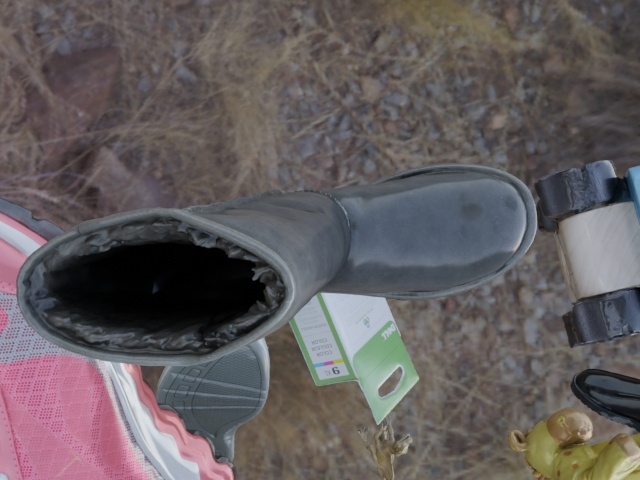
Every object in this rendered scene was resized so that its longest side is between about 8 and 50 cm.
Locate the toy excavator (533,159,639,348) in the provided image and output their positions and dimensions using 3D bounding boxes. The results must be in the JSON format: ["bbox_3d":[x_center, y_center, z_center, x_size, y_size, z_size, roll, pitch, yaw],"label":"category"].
[{"bbox_3d":[0.511,-0.027,1.215,0.433,0.445,0.222,32,43,-78],"label":"toy excavator"}]

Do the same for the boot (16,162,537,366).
[{"bbox_3d":[0.001,0.002,0.420,0.208,0.190,0.076,12,67,-79],"label":"boot"}]

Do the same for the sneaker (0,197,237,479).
[{"bbox_3d":[-0.144,0.105,0.479,0.314,0.116,0.136,57,42,-28],"label":"sneaker"}]

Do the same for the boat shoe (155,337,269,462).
[{"bbox_3d":[-0.127,0.166,1.124,0.118,0.320,0.103,6,52,-8],"label":"boat shoe"}]

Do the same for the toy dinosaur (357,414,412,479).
[{"bbox_3d":[0.091,0.318,1.441,0.053,0.183,0.092,-9,53,-13],"label":"toy dinosaur"}]

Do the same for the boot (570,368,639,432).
[{"bbox_3d":[0.297,0.125,0.874,0.121,0.099,0.045,29,37,14],"label":"boot"}]

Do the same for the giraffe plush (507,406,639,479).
[{"bbox_3d":[0.386,0.331,1.478,0.210,0.170,0.181,-39,137,0],"label":"giraffe plush"}]

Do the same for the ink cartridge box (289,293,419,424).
[{"bbox_3d":[0.026,0.092,1.094,0.109,0.062,0.209,-36,105,-53],"label":"ink cartridge box"}]
